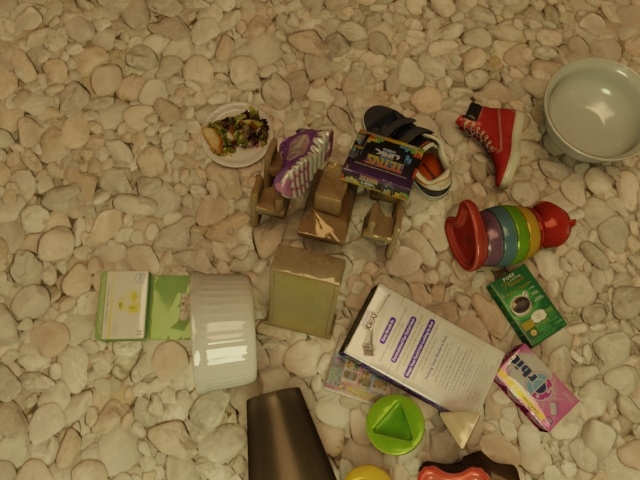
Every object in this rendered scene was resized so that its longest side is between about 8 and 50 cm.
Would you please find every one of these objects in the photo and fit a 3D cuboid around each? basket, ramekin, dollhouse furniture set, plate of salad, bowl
[{"bbox_3d":[-0.081,0.457,1.277,0.204,0.154,0.227,-12,71,-5],"label":"basket"},{"bbox_3d":[-0.217,0.203,1.289,0.135,0.277,0.278,-4,74,-9],"label":"ramekin"},{"bbox_3d":[0.000,0.000,1.411,0.361,0.257,0.394,13,53,3],"label":"dollhouse furniture set"},{"bbox_3d":[-0.228,-0.294,1.544,0.199,0.048,0.200,0,73,0],"label":"plate of salad"},{"bbox_3d":[0.719,-0.321,1.516,0.297,0.134,0.298,0,73,-1],"label":"bowl"}]

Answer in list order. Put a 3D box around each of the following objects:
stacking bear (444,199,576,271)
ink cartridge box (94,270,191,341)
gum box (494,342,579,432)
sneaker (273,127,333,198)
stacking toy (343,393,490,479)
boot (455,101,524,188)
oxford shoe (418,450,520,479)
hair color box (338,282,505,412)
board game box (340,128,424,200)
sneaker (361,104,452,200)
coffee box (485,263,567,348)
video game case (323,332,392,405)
[{"bbox_3d":[0.486,-0.023,1.422,0.288,0.175,0.164,-10,72,-11],"label":"stacking bear"},{"bbox_3d":[-0.425,0.161,1.408,0.234,0.056,0.171,-1,73,1],"label":"ink cartridge box"},{"bbox_3d":[0.500,0.345,1.356,0.107,0.062,0.188,-39,78,-11],"label":"gum box"},{"bbox_3d":[-0.058,-0.190,1.333,0.104,0.095,0.236,21,48,15],"label":"sneaker"},{"bbox_3d":[0.219,0.503,1.253,0.308,0.130,0.280,4,62,19],"label":"stacking toy"},{"bbox_3d":[0.440,-0.256,1.522,0.176,0.088,0.245,12,66,3],"label":"boot"},{"bbox_3d":[0.338,0.530,1.304,0.227,0.083,0.096,8,48,6],"label":"oxford shoe"},{"bbox_3d":[0.234,0.265,1.341,0.338,0.110,0.185,30,75,0],"label":"hair color box"},{"bbox_3d":[0.150,-0.184,1.372,0.170,0.048,0.141,18,55,7],"label":"board game box"},{"bbox_3d":[0.234,-0.256,1.499,0.126,0.127,0.321,-39,76,-9],"label":"sneaker"},{"bbox_3d":[0.512,0.163,1.421,0.113,0.040,0.184,-31,77,-9],"label":"coffee box"},{"bbox_3d":[0.103,0.315,1.385,0.157,0.019,0.143,17,75,4],"label":"video game case"}]
